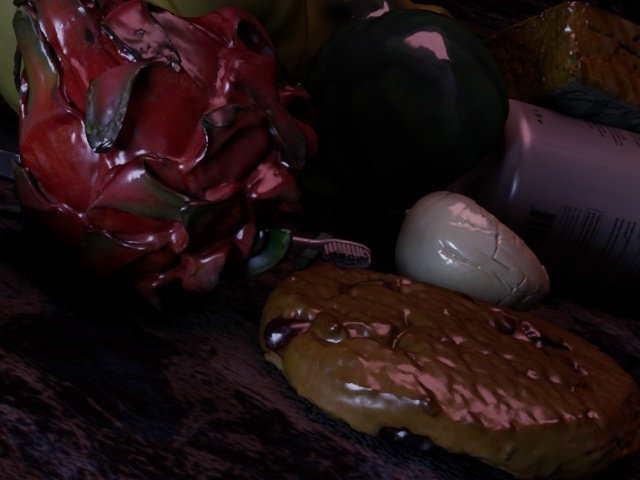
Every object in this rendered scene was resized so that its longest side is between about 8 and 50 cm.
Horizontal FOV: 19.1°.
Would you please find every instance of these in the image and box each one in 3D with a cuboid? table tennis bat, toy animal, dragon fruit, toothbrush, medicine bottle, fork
[{"bbox_3d":[-0.261,-0.027,1.463,0.083,0.007,0.050,2,22,-41],"label":"table tennis bat"},{"bbox_3d":[0.041,-0.147,1.777,0.191,0.216,0.338,50,-4,-25],"label":"toy animal"},{"bbox_3d":[-0.127,-0.095,1.391,0.233,0.293,0.234,-25,8,4],"label":"dragon fruit"},{"bbox_3d":[-0.090,-0.009,1.541,0.275,0.019,0.025,11,24,-11],"label":"toothbrush"},{"bbox_3d":[0.274,-0.029,1.820,0.288,0.157,0.157,14,17,-20],"label":"medicine bottle"},{"bbox_3d":[0.000,0.002,1.652,0.039,0.021,0.235,17,17,8],"label":"fork"}]

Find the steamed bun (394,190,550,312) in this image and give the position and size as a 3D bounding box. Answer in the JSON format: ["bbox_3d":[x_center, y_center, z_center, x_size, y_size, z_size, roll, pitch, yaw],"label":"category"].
[{"bbox_3d":[0.118,0.025,1.557,0.130,0.091,0.112,45,-12,-25],"label":"steamed bun"}]

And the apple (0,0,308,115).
[{"bbox_3d":[-0.150,-0.200,1.651,0.292,0.292,0.254,2,28,-47],"label":"apple"}]

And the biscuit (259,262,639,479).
[{"bbox_3d":[0.099,0.086,1.381,0.295,0.075,0.296,18,14,-5],"label":"biscuit"}]

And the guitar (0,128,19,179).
[{"bbox_3d":[-0.282,-0.081,1.586,0.233,0.025,0.088,22,16,8],"label":"guitar"}]

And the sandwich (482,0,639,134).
[{"bbox_3d":[0.240,-0.125,1.938,0.271,0.099,0.301,21,-27,-35],"label":"sandwich"}]
